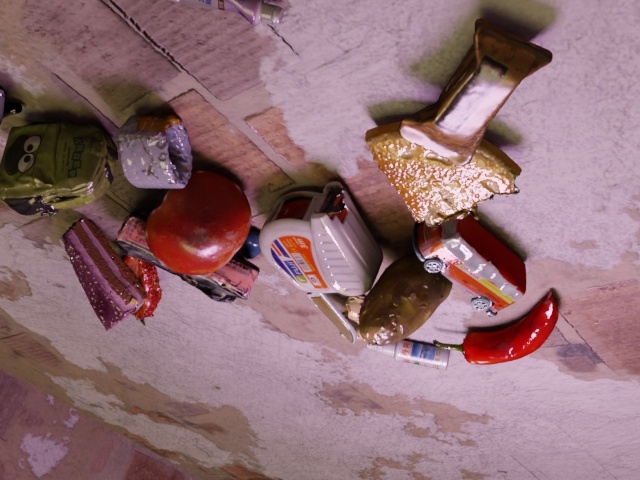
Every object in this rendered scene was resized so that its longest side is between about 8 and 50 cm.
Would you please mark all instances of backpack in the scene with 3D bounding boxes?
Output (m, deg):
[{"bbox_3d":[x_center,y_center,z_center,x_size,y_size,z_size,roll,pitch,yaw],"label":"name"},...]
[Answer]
[{"bbox_3d":[-0.547,-0.153,1.658,0.253,0.207,0.140,-3,158,16],"label":"backpack"}]

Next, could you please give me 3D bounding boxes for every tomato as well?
[{"bbox_3d":[-0.253,-0.028,1.650,0.200,0.233,0.139,33,-175,-13],"label":"tomato"}]

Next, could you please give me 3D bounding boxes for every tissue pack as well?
[{"bbox_3d":[-0.316,0.043,1.842,0.332,0.123,0.245,26,174,-12],"label":"tissue pack"}]

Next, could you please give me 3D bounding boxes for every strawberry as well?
[{"bbox_3d":[-0.498,0.095,2.099,0.174,0.098,0.228,22,128,23],"label":"strawberry"}]

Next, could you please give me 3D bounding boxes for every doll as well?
[{"bbox_3d":[-0.158,0.008,1.849,0.076,0.050,0.083,13,145,-1],"label":"doll"}]

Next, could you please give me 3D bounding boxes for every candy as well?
[{"bbox_3d":[0.235,-0.227,1.254,0.143,0.101,0.271,25,139,-7],"label":"candy"}]

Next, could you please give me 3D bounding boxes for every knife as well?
[{"bbox_3d":[-0.006,0.133,1.922,0.061,0.027,0.343,-12,123,52],"label":"knife"}]

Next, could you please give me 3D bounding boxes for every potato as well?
[{"bbox_3d":[0.175,0.122,1.665,0.141,0.296,0.191,46,129,2],"label":"potato"}]

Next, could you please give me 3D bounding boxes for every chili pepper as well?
[{"bbox_3d":[0.442,0.221,1.865,0.137,0.092,0.368,48,133,-10],"label":"chili pepper"}]

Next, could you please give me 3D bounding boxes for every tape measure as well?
[{"bbox_3d":[0.000,0.000,1.695,0.265,0.130,0.258,-1,140,35],"label":"tape measure"}]

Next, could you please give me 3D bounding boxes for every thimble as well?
[{"bbox_3d":[-0.334,-0.176,1.581,0.117,0.127,0.151,1,124,16],"label":"thimble"}]

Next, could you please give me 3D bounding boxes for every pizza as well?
[{"bbox_3d":[0.219,-0.118,1.446,0.289,0.081,0.229,13,132,9],"label":"pizza"}]

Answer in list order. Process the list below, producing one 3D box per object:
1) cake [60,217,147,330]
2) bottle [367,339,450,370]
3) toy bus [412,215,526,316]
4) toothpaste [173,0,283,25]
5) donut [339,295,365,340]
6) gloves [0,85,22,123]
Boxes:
[{"bbox_3d":[-0.543,0.082,1.984,0.112,0.116,0.295,-17,107,29],"label":"cake"},{"bbox_3d":[0.230,0.295,2.075,0.217,0.060,0.060,9,146,12],"label":"bottle"},{"bbox_3d":[0.311,0.037,1.618,0.265,0.121,0.119,37,134,-26],"label":"toy bus"},{"bbox_3d":[-0.205,-0.403,1.274,0.301,0.048,0.075,17,151,5],"label":"toothpaste"},{"bbox_3d":[0.102,0.206,1.995,0.108,0.065,0.166,22,145,2],"label":"donut"},{"bbox_3d":[-0.738,-0.269,1.676,0.142,0.119,0.285,4,158,-43],"label":"gloves"}]
